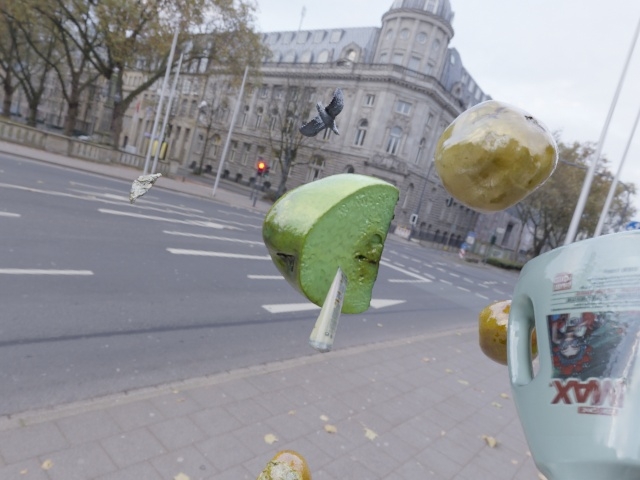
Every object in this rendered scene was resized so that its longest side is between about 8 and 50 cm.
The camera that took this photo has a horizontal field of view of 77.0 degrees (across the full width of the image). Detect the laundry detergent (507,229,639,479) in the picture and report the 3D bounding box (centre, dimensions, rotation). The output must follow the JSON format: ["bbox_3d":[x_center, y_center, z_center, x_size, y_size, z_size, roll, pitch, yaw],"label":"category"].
[{"bbox_3d":[0.354,0.193,0.529,0.124,0.398,0.264,31,-25,-19],"label":"laundry detergent"}]

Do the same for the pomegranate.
[{"bbox_3d":[0.497,-0.231,1.164,0.332,0.333,0.332,15,6,-2],"label":"pomegranate"}]

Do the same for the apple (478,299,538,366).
[{"bbox_3d":[0.501,0.248,1.078,0.155,0.182,0.182,0,-4,35],"label":"apple"}]

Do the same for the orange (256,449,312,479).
[{"bbox_3d":[-0.088,0.598,0.984,0.134,0.157,0.156,26,9,11],"label":"orange"}]

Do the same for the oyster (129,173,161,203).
[{"bbox_3d":[-0.412,-0.126,0.927,0.038,0.080,0.083,51,11,-20],"label":"oyster"}]

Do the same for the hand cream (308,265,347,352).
[{"bbox_3d":[0.016,0.117,0.678,0.039,0.143,0.061,9,-24,26],"label":"hand cream"}]

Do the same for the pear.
[{"bbox_3d":[0.000,0.000,0.782,0.292,0.292,0.159,9,11,-46],"label":"pear"}]

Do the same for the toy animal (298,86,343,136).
[{"bbox_3d":[0.010,-0.166,0.556,0.050,0.084,0.028,38,32,-17],"label":"toy animal"}]
